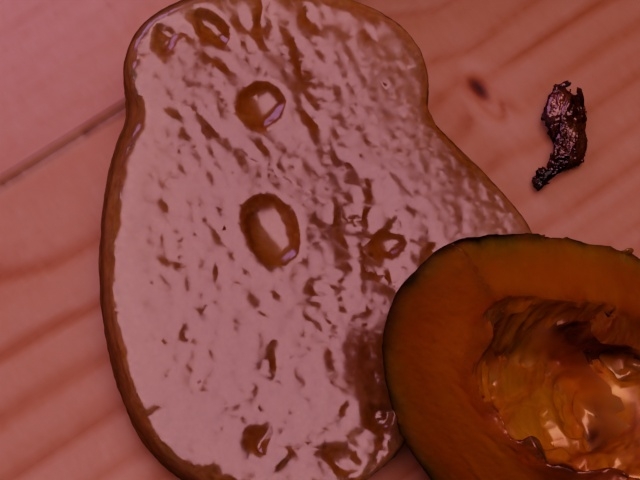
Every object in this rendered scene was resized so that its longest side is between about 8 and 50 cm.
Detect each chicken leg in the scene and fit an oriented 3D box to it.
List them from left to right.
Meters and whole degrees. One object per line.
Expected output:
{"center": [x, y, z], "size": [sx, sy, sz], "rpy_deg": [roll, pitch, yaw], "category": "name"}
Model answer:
{"center": [0.170, -0.072, 1.114], "size": [0.036, 0.021, 0.083], "rpy_deg": [13, 74, -9], "category": "chicken leg"}

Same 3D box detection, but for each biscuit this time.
{"center": [0.000, 0.000, 1.048], "size": [0.287, 0.057, 0.344], "rpy_deg": [1, 78, -10], "category": "biscuit"}

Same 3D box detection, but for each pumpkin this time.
{"center": [0.161, 0.103, 1.002], "size": [0.312, 0.148, 0.169], "rpy_deg": [51, 37, -11], "category": "pumpkin"}
